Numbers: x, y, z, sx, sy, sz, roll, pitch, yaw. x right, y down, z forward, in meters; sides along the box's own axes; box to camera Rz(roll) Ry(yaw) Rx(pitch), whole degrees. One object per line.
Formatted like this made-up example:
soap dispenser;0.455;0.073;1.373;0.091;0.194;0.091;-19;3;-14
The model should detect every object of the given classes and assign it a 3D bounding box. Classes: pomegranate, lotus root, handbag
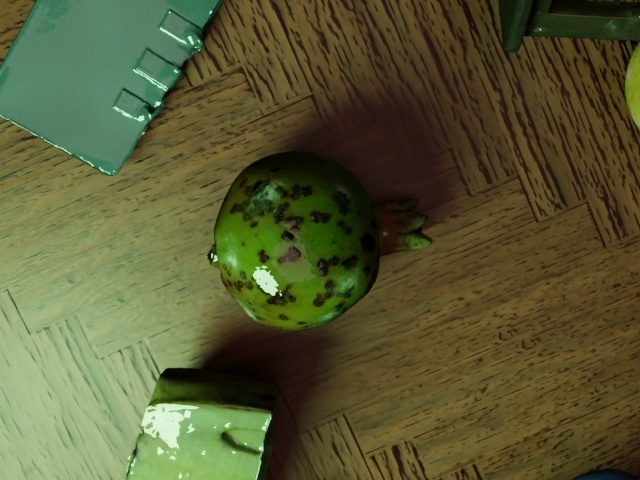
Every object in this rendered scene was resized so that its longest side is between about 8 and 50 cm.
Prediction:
pomegranate;0.000;0.000;0.759;0.205;0.159;0.159;-9;99;-24
lotus root;-0.113;0.223;0.794;0.119;0.138;0.234;17;98;3
handbag;-0.190;-0.181;0.777;0.144;0.057;0.221;33;97;-8

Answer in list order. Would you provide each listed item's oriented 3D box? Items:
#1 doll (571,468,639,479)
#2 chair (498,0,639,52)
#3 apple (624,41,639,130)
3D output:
doll;0.267;0.343;0.757;0.366;0.187;0.376;-5;68;-16
chair;0.146;-0.287;0.642;0.416;0.203;0.240;-2;62;1
apple;0.340;-0.130;0.733;0.146;0.146;0.146;0;98;0
